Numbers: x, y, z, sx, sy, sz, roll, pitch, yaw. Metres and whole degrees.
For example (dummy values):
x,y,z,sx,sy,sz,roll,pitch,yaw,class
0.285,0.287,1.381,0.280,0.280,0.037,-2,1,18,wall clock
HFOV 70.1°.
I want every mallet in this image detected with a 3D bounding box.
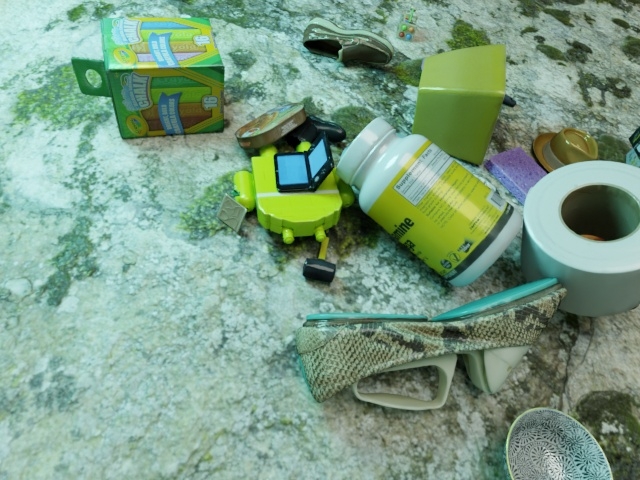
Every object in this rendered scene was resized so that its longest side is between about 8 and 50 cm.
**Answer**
x,y,z,sx,sy,sz,roll,pitch,yaw,class
0.000,0.000,0.911,0.062,0.039,0.190,7,50,-5,mallet

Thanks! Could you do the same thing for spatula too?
x,y,z,sx,sy,sz,roll,pitch,yaw,class
0.427,-0.446,1.315,0.296,0.030,0.084,20,55,1,spatula

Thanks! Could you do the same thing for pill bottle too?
x,y,z,sx,sy,sz,roll,pitch,yaw,class
0.199,-0.081,0.890,0.334,0.188,0.188,40,57,6,pill bottle

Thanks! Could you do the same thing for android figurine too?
x,y,z,sx,sy,sz,roll,pitch,yaw,class
-0.052,-0.103,0.940,0.248,0.056,0.273,-5,50,-13,android figurine

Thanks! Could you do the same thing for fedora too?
x,y,z,sx,sy,sz,roll,pitch,yaw,class
0.658,-0.232,1.189,0.194,0.079,0.194,6,56,-9,fedora

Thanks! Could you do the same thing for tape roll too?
x,y,z,sx,sy,sz,roll,pitch,yaw,class
0.507,-0.003,0.853,0.246,0.169,0.246,-10,54,14,tape roll

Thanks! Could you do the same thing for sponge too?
x,y,z,sx,sy,sz,roll,pitch,yaw,class
0.516,-0.139,1.123,0.117,0.031,0.210,-22,63,-25,sponge

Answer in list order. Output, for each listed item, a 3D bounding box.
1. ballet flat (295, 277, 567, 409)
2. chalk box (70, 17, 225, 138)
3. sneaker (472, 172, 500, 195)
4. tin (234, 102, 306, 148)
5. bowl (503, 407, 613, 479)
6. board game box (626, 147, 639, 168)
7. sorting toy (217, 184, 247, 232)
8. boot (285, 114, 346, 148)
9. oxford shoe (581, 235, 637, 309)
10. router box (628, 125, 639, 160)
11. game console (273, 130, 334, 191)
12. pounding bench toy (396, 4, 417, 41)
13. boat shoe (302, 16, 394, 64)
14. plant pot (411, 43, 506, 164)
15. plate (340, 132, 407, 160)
x,y,z,sx,sy,sz,roll,pitch,yaw,class
0.202,0.184,0.773,0.482,0.164,0.182,-7,79,-11,ballet flat
-0.365,-0.347,0.978,0.288,0.180,0.179,-10,59,-18,chalk box
0.273,-0.104,1.021,0.228,0.086,0.132,33,60,23,sneaker
-0.108,-0.259,1.030,0.106,0.040,0.189,8,39,42,tin
0.351,0.357,0.711,0.170,0.080,0.170,6,55,-8,bowl
0.879,-0.155,1.146,0.142,0.144,0.275,26,55,7,board game box
-0.167,-0.064,0.889,0.062,0.083,0.012,39,32,16,sorting toy
-0.013,-0.244,1.067,0.121,0.045,0.099,28,52,16,boot
0.676,-0.006,1.029,0.132,0.130,0.364,38,61,-7,oxford shoe
0.823,-0.194,1.044,0.178,0.046,0.133,5,54,-4,router box
-0.035,-0.160,0.913,0.071,0.107,0.122,19,41,-30,game console
0.269,-0.666,1.398,0.052,0.083,0.065,14,53,-4,pounding bench toy
0.072,-0.527,1.265,0.257,0.095,0.095,19,68,8,boat shoe
0.333,-0.343,1.129,0.187,0.212,0.212,10,53,11,plant pot
0.137,-0.194,1.042,0.188,0.024,0.188,-5,51,6,plate
